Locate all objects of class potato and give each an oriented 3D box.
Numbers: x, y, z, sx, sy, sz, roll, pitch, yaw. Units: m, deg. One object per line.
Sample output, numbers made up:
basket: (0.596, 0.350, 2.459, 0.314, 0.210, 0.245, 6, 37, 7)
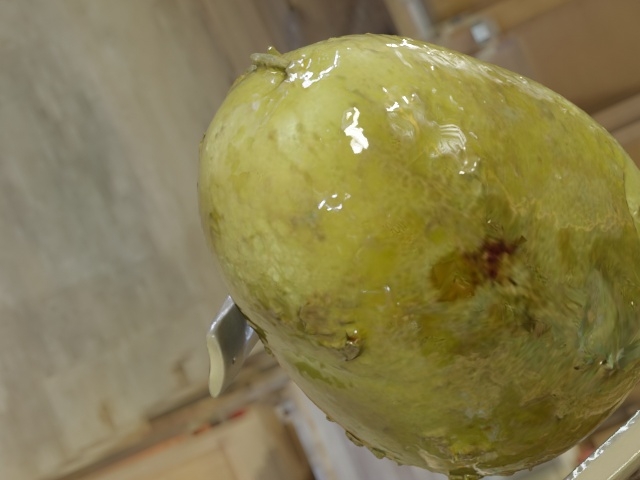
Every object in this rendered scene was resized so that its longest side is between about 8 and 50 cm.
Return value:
potato: (0.065, 0.012, 1.255, 0.359, 0.219, 0.270, 21, 80, -45)

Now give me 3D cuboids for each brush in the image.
brush: (0.000, 0.000, 1.392, 0.321, 0.050, 0.060, -55, 152, -50)

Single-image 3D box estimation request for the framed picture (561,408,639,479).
framed picture: (0.190, 0.139, 1.007, 0.024, 0.232, 0.315, 45, -9, 28)
